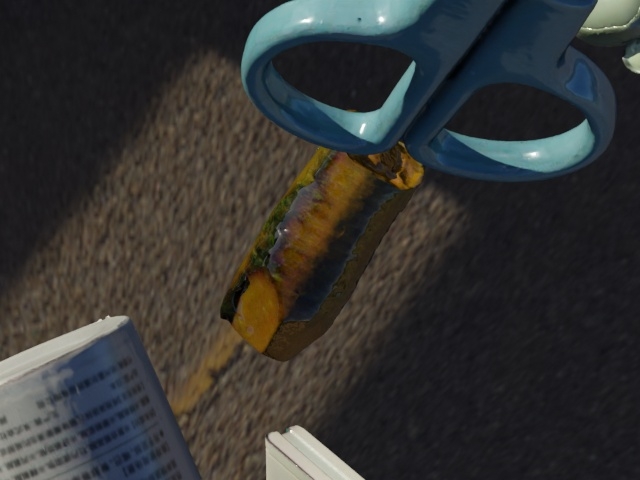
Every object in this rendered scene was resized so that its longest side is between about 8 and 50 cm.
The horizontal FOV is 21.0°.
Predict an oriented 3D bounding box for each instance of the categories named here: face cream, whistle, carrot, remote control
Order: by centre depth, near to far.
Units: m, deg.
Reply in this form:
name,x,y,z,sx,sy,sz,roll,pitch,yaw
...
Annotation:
name,x,y,z,sx,sy,sz,roll,pitch,yaw
face cream,-0.109,0.241,1.046,0.145,0.145,0.369,-23,96,-13
carrot,0.000,0.000,1.191,0.082,0.082,0.173,33,103,3
whistle,0.182,-0.195,1.372,0.236,0.077,0.114,10,96,33
remote control,0.035,0.299,1.780,0.055,0.277,0.103,-16,120,-30

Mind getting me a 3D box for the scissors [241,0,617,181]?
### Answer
name,x,y,z,sx,sy,sz,roll,pitch,yaw
scissors,0.101,-0.132,0.728,0.192,0.447,0.029,14,65,-12
